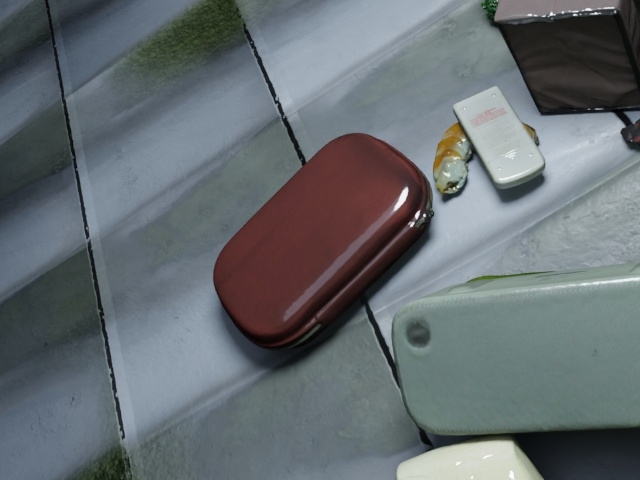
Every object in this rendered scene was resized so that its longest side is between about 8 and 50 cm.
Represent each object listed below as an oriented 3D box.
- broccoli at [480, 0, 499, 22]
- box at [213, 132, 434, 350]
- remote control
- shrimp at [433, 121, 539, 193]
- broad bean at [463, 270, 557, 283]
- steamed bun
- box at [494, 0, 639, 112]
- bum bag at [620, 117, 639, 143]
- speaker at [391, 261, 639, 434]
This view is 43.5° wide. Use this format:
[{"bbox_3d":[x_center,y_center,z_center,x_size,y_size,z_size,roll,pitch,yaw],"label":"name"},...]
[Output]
[{"bbox_3d":[0.371,-0.474,1.401,0.194,0.219,0.194,-24,12,5],"label":"broccoli"},{"bbox_3d":[0.000,0.000,1.353,0.404,0.108,0.263,-44,50,1],"label":"box"},{"bbox_3d":[0.287,-0.166,1.290,0.088,0.029,0.190,-25,54,4],"label":"remote control"},{"bbox_3d":[0.271,-0.139,1.325,0.166,0.049,0.161,7,65,25],"label":"shrimp"},{"bbox_3d":[0.316,0.091,1.153,0.318,0.056,0.098,-9,87,33],"label":"broad bean"},{"bbox_3d":[0.205,0.371,0.983,0.200,0.154,0.250,-22,47,14],"label":"steamed bun"},{"bbox_3d":[0.398,-0.323,1.218,0.188,0.252,0.153,4,66,31],"label":"box"},{"bbox_3d":[0.515,-0.183,1.209,0.124,0.034,0.058,-36,37,7],"label":"bum bag"},{"bbox_3d":[0.311,0.124,1.010,0.406,0.184,0.183,-9,93,28],"label":"speaker"}]
